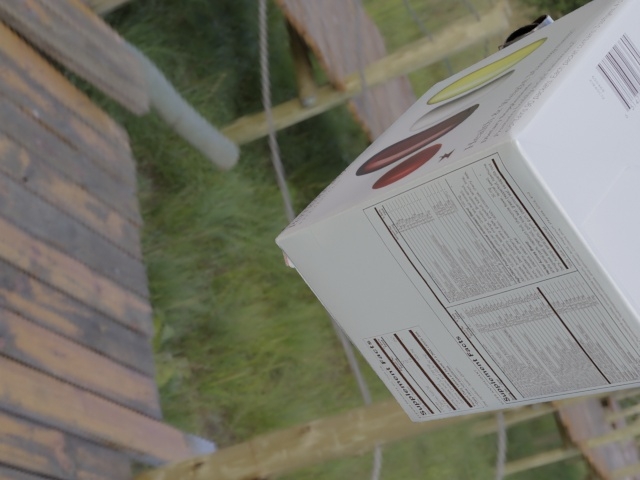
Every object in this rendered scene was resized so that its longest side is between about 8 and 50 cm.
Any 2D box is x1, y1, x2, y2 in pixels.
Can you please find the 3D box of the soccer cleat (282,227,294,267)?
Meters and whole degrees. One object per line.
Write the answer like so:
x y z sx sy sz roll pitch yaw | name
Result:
0.000 0.000 0.932 0.083 0.029 0.035 -17 110 -38 | soccer cleat

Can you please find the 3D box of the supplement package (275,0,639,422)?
0.124 -0.022 0.618 0.149 0.203 0.194 53 53 -11 | supplement package

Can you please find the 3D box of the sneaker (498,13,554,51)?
0.208 -0.144 1.015 0.118 0.083 0.222 54 -9 -4 | sneaker
